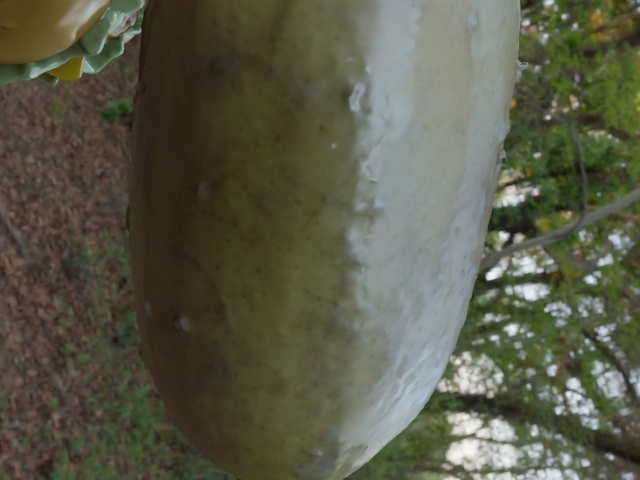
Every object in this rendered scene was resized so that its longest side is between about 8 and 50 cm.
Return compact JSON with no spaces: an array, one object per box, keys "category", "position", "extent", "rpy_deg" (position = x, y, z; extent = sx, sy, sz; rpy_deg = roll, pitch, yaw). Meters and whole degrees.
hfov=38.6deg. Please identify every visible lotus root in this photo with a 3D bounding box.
[{"category":"lotus root","position":[0.000,0.000,0.411],"extent":[0.169,0.152,0.342],"rpy_deg":[-46,146,-58]}]

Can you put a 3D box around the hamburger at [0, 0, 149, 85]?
[{"category":"hamburger","position":[-0.247,-0.257,0.710],"extent":[0.212,0.274,0.274],"rpy_deg":[-83,159,-79]}]
